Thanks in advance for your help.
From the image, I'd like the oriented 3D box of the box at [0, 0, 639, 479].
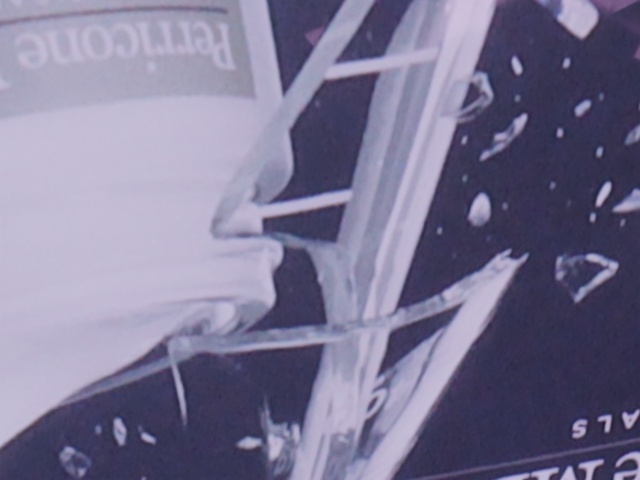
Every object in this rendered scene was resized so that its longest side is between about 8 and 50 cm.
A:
[{"bbox_3d":[-0.044,-0.151,0.492,0.480,0.297,0.471,-8,121,-16],"label":"box"}]
